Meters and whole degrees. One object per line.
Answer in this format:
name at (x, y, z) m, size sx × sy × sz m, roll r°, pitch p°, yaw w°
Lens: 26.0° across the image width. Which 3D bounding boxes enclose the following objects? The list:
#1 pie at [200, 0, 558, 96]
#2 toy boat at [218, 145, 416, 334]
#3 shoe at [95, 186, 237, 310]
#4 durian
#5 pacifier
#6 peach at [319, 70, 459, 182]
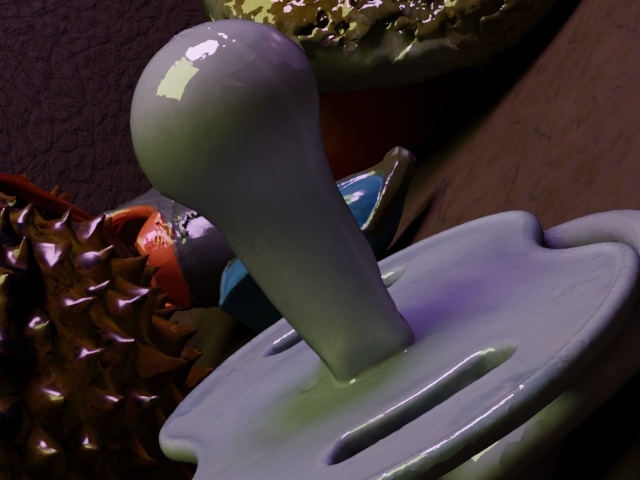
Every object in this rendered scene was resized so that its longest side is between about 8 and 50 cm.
pie at (0.069, -0.256, 1.051) m, size 0.371 × 0.297 × 0.078 m, roll -59°, pitch -25°, yaw -16°
toy boat at (0.000, 0.000, 0.996) m, size 0.185 × 0.075 × 0.077 m, roll -39°, pitch 25°, yaw 41°
shoe at (-0.143, 0.011, 1.245) m, size 0.171 × 0.132 × 0.336 m, roll -18°, pitch 8°, yaw -16°
durian at (-0.224, 0.125, 0.793) m, size 0.348 × 0.384 × 0.347 m, roll -29°, pitch -9°, yaw -5°
pacifier at (0.012, 0.006, 0.568) m, size 0.238 × 0.225 × 0.287 m, roll -33°, pitch 13°, yaw 0°
peach at (0.025, -0.121, 1.154) m, size 0.190 × 0.226 × 0.196 m, roll -22°, pitch -28°, yaw -3°
